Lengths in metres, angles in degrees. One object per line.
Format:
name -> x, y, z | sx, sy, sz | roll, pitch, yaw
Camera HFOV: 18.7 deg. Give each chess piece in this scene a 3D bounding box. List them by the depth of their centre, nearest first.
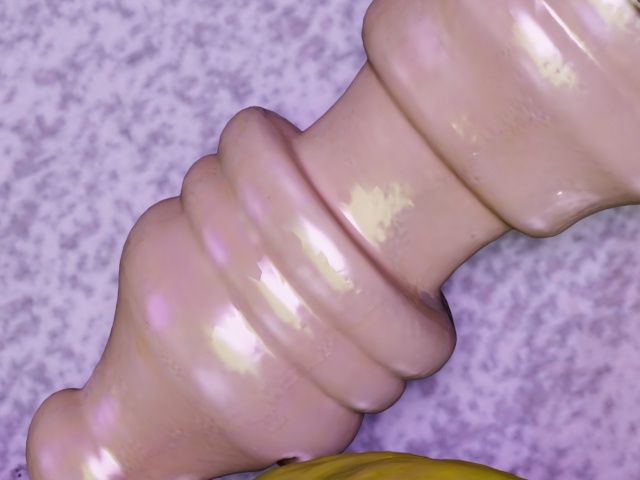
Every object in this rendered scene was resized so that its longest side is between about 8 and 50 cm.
chess piece -> 0.000, 0.000, 0.740 | 0.307, 0.124, 0.139 | -42, 117, 14

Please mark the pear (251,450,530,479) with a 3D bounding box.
pear -> 0.008, 0.266, 0.613 | 0.391, 0.391, 0.391 | 1, 94, 10
